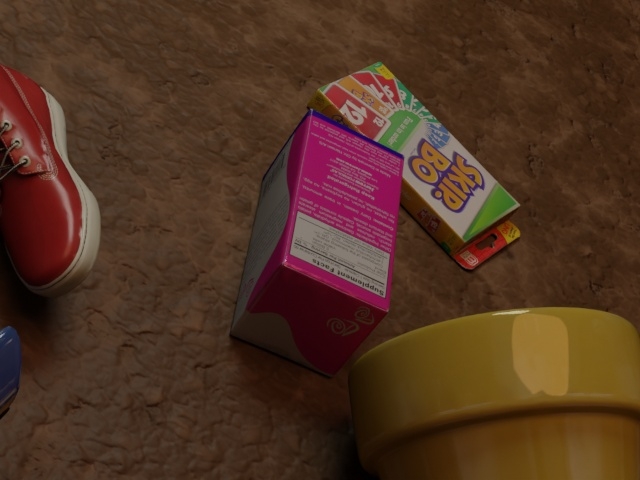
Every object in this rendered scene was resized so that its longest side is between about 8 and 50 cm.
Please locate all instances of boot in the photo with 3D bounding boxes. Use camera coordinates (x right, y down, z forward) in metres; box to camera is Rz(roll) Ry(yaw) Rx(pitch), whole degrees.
[{"bbox_3d":[-0.274,-0.075,1.105,0.176,0.088,0.244,44,17,-50],"label":"boot"}]

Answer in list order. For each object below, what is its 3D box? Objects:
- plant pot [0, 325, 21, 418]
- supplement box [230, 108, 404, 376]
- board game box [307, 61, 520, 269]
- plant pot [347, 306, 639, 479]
[{"bbox_3d":[-0.344,0.104,0.844,0.212,0.236,0.236,45,40,0],"label":"plant pot"},{"bbox_3d":[0.000,0.000,1.266,0.113,0.111,0.220,26,42,-14],"label":"supplement box"},{"bbox_3d":[0.112,-0.086,1.489,0.259,0.039,0.124,49,42,10],"label":"board game box"},{"bbox_3d":[0.159,0.208,1.101,0.254,0.254,0.239,7,64,-30],"label":"plant pot"}]
